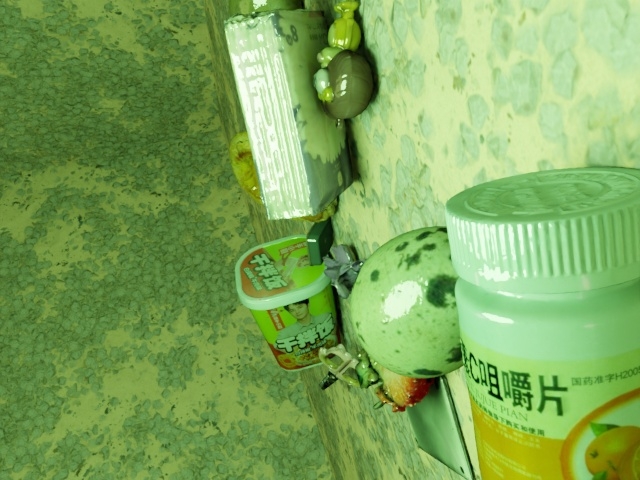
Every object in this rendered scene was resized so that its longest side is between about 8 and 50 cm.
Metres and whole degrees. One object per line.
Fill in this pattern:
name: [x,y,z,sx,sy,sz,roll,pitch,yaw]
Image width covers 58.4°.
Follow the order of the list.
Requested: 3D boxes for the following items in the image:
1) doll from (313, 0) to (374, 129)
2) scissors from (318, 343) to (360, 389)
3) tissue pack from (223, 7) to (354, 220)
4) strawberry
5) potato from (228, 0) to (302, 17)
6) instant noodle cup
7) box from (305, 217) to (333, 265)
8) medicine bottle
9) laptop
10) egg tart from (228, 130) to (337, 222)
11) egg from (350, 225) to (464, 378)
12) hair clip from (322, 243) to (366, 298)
doll: [0.032,-0.280,0.929,0.145,0.096,0.188,140,125,-71]
scissors: [0.044,0.371,1.588,0.160,0.024,0.318,37,147,5]
tissue pack: [-0.043,-0.234,1.031,0.242,0.125,0.344,-45,-52,-61]
strawberry: [0.143,0.168,0.958,0.188,0.106,0.286,61,150,35]
potato: [-0.115,-0.474,1.215,0.174,0.159,0.252,-84,-4,-63]
instant noodle cup: [-0.073,0.188,1.620,0.294,0.293,0.308,-122,13,-54]
box: [0.000,0.000,1.421,0.126,0.031,0.091,-58,-34,-55]
medicine bottle: [0.199,0.112,0.467,0.158,0.158,0.318,-139,35,-70]
laptop: [0.202,0.326,1.070,0.269,0.015,0.188,147,108,-78]
egg tart: [-0.077,-0.163,1.344,0.294,0.116,0.295,26,154,14]
egg: [0.132,0.071,0.699,0.228,0.176,0.177,-57,47,53]
hair clip: [0.064,0.079,1.265,0.137,0.090,0.278,63,178,-8]
